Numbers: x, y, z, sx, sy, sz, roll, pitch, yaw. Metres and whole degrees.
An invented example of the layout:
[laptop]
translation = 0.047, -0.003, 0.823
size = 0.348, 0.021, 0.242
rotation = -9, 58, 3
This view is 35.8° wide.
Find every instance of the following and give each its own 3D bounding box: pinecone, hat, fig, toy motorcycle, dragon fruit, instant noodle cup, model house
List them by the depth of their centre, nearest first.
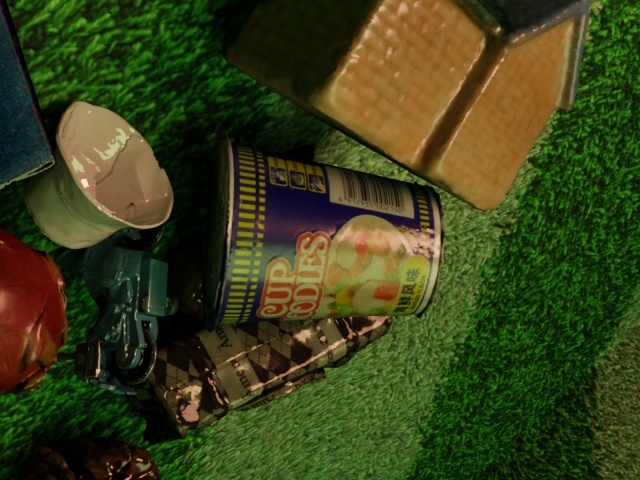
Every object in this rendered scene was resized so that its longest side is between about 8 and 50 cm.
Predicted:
[dragon fruit]
translation = -0.439, 0.081, 1.218
size = 0.315, 0.250, 0.250
rotation = 17, 115, -47
[hat]
translation = -0.298, -0.066, 1.269
size = 0.126, 0.203, 0.203
rotation = -34, 149, 21
[model house]
translation = 0.120, -0.289, 1.327
size = 0.382, 0.334, 0.343
rotation = 24, 99, -48
[toy motorcycle]
translation = -0.291, 0.078, 1.379
size = 0.123, 0.182, 0.272
rotation = 20, 68, -55
[instant noodle cup]
translation = 0.000, 0.000, 1.414
size = 0.312, 0.284, 0.284
rotation = 5, 129, -12
[fig]
translation = -0.179, 0.046, 1.550
size = 0.109, 0.103, 0.155
rotation = 23, 100, -29
[pinecone]
translation = -0.381, 0.444, 1.665
size = 0.244, 0.244, 0.309
rotation = -57, 158, 21

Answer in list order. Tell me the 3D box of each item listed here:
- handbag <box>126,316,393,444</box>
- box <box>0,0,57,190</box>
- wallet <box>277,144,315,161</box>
[handbag]
translation = -0.122, 0.205, 1.678
size = 0.416, 0.180, 0.317
rotation = -24, 169, -27
[box]
translation = -0.455, -0.146, 1.054
size = 0.279, 0.116, 0.261
rotation = -27, 141, -21
[wallet]
translation = -0.056, -0.070, 1.610
size = 0.095, 0.026, 0.176
rotation = -17, 138, -29
